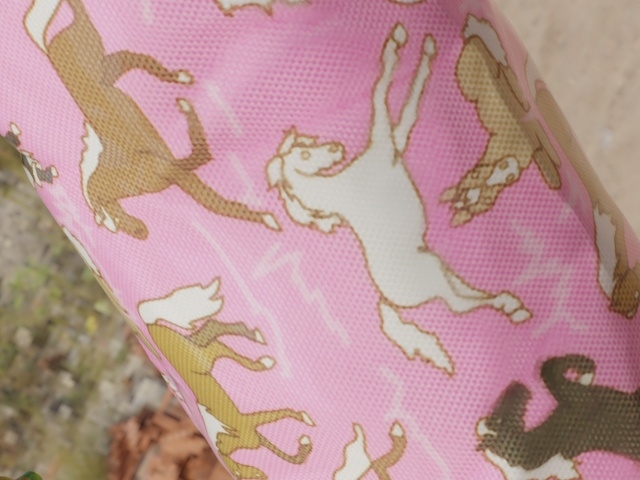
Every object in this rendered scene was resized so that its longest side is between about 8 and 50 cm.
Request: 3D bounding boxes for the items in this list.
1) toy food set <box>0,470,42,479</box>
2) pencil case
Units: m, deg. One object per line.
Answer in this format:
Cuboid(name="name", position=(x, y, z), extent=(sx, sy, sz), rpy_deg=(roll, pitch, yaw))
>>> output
Cuboid(name="toy food set", position=(-0.219, 0.103, 0.837), extent=(0.071, 0.218, 0.128), rpy_deg=(-57, -7, -33))
Cuboid(name="pencil case", position=(0.000, 0.000, 0.522), extent=(0.167, 0.386, 0.160), rpy_deg=(-34, 18, -9))
